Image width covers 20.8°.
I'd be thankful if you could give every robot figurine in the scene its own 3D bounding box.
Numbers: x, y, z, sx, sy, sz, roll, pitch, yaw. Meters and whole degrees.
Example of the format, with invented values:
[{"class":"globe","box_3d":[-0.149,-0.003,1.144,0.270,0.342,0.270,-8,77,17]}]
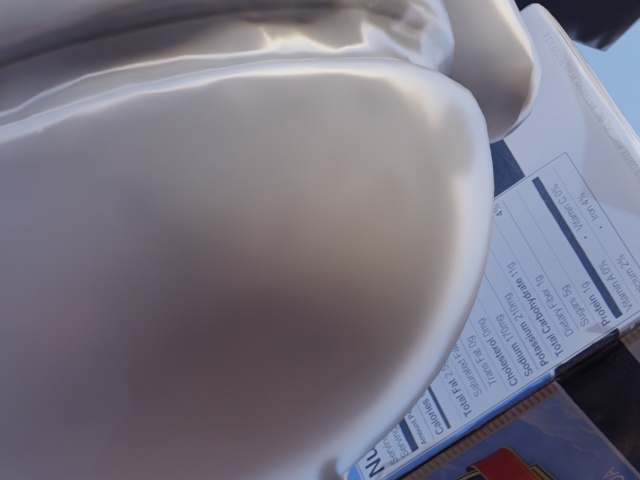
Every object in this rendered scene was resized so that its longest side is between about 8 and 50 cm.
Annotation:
[{"class":"robot figurine","box_3d":[-0.078,-0.068,0.457,0.300,0.353,0.200,-12,-16,-30]}]

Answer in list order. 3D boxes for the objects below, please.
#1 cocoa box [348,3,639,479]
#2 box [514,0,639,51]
[{"class":"cocoa box","box_3d":[0.148,0.086,1.017,0.228,0.231,0.347,-35,-45,10]},{"class":"box","box_3d":[0.160,-0.388,1.220,0.212,0.395,0.293,14,-48,-44]}]
